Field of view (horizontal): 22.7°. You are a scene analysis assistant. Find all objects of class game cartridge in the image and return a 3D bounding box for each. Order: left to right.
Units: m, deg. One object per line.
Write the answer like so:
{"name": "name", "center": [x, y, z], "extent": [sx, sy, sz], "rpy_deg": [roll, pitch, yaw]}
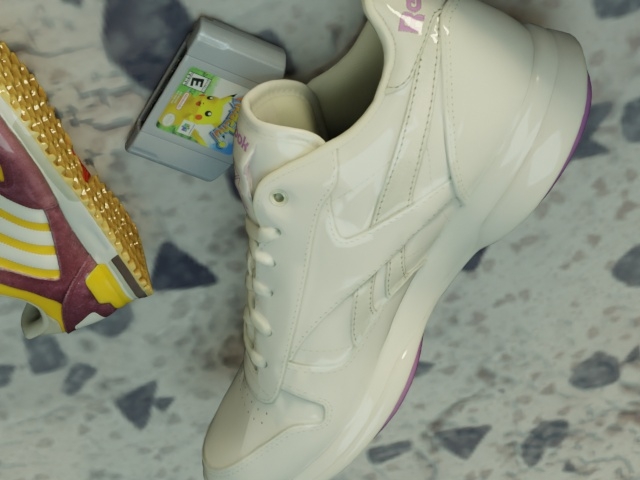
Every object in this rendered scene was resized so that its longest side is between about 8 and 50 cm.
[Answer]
{"name": "game cartridge", "center": [-0.054, -0.067, 0.788], "extent": [0.056, 0.017, 0.083], "rpy_deg": [17, 124, -28]}

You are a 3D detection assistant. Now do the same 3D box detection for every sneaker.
{"name": "sneaker", "center": [-0.154, -0.020, 0.772], "extent": [0.084, 0.069, 0.185], "rpy_deg": [-27, 128, 5]}
{"name": "sneaker", "center": [0.000, 0.000, 0.804], "extent": [0.152, 0.114, 0.305], "rpy_deg": [23, 112, -21]}
